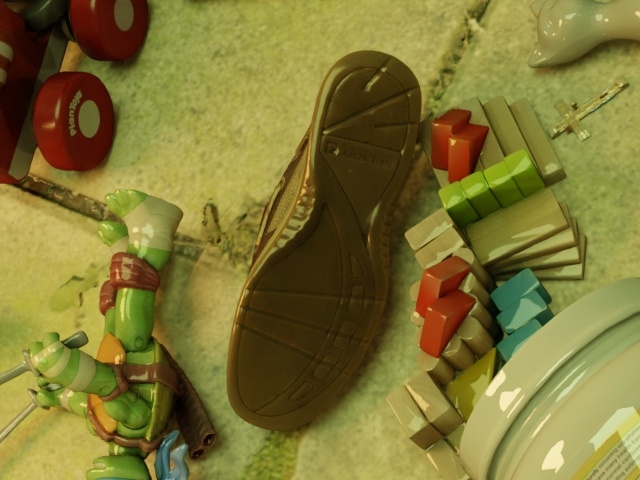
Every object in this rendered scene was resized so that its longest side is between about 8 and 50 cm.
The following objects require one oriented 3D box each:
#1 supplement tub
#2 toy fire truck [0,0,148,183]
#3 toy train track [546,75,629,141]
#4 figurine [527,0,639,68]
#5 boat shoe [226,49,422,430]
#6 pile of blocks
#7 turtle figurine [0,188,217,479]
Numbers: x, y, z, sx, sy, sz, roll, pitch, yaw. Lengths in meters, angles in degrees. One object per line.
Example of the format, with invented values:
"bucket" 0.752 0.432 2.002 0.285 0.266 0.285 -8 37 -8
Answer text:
"supplement tub" 0.278 0.207 0.998 0.241 0.241 0.331 -43 59 1
"toy fire truck" -0.317 -0.214 1.429 0.169 0.254 0.302 5 70 25
"toy train track" 0.238 -0.120 1.289 0.083 0.014 0.048 -35 59 5
"figurine" 0.287 -0.250 1.292 0.209 0.092 0.215 0 69 32
"boat shoe" 0.000 0.000 1.292 0.123 0.123 0.342 15 91 -7
"pile of blocks" 0.138 0.027 1.211 0.148 0.112 0.362 -4 67 22
"turtle figurine" -0.228 0.092 1.294 0.274 0.198 0.266 1 65 20
